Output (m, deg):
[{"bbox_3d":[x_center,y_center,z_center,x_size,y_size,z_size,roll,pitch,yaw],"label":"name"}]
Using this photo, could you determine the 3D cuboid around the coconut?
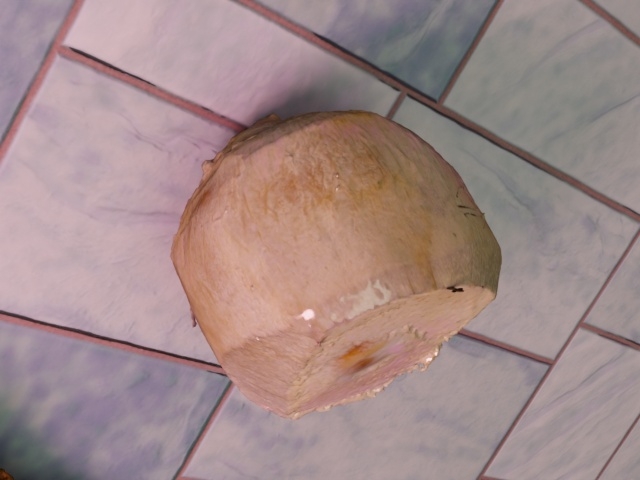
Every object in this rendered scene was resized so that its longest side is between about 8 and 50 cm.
[{"bbox_3d":[0.000,0.000,1.390,0.405,0.404,0.404,-18,127,-26],"label":"coconut"}]

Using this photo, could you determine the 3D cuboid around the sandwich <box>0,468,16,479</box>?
[{"bbox_3d":[-0.418,0.463,1.458,0.301,0.099,0.271,44,60,-52],"label":"sandwich"}]
